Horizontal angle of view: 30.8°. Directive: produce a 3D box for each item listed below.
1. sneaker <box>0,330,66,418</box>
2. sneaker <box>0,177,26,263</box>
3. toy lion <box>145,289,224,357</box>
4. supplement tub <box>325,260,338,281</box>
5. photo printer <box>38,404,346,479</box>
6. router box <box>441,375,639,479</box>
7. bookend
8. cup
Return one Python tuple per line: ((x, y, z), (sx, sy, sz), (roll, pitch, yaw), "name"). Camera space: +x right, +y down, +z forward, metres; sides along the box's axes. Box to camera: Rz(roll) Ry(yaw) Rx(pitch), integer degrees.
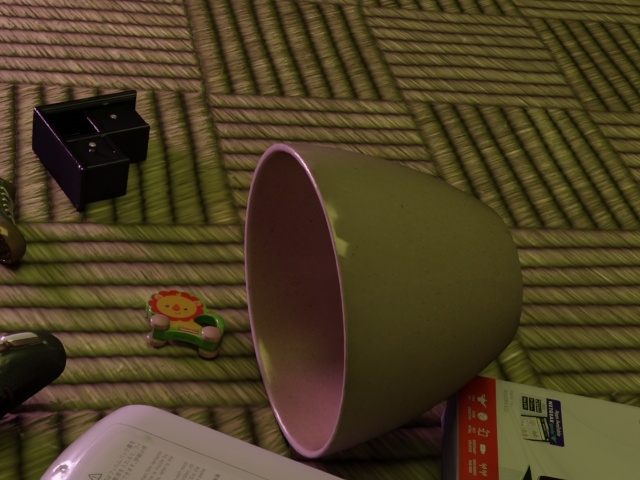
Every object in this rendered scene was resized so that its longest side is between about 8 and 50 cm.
((-0.353, 0.209, 1.146), (0.281, 0.106, 0.162), (-26, 56, -26), "sneaker")
((-0.416, -0.047, 1.468), (0.192, 0.064, 0.086), (32, 46, 28), "sneaker")
((-0.163, 0.094, 1.396), (0.100, 0.034, 0.096), (13, 30, 0), "toy lion")
((0.000, 0.000, 1.490), (0.117, 0.117, 0.190), (-13, 45, -30), "supplement tub")
((-0.128, 0.290, 1.087), (0.307, 0.107, 0.256), (19, 37, 9), "photo printer")
((0.278, 0.305, 1.209), (0.301, 0.082, 0.335), (11, 37, -3), "router box")
((-0.294, -0.127, 1.602), (0.156, 0.072, 0.157), (-15, 46, -32), "bookend")
((0.076, 0.054, 1.259), (0.237, 0.331, 0.331), (-5, 41, -19), "cup")
